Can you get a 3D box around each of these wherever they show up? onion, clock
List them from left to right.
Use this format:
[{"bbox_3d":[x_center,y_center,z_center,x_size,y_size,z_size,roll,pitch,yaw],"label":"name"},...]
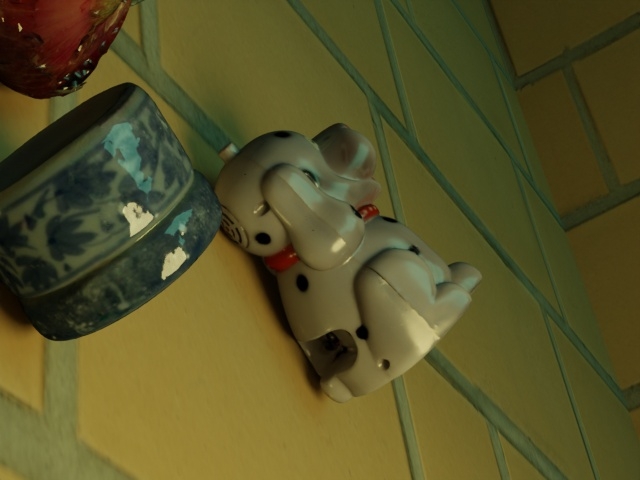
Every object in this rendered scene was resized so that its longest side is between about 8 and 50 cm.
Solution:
[{"bbox_3d":[-0.207,-0.199,0.938,0.147,0.184,0.184,18,22,4],"label":"onion"},{"bbox_3d":[0.003,0.001,1.207,0.254,0.189,0.189,52,20,-7],"label":"clock"}]

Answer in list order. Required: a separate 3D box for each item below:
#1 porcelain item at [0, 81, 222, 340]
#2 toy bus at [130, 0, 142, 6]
[{"bbox_3d":[-0.144,-0.016,0.826,0.114,0.147,0.147,56,19,-17],"label":"porcelain item"},{"bbox_3d":[-0.219,-0.334,1.062,0.323,0.161,0.194,16,46,-63],"label":"toy bus"}]
